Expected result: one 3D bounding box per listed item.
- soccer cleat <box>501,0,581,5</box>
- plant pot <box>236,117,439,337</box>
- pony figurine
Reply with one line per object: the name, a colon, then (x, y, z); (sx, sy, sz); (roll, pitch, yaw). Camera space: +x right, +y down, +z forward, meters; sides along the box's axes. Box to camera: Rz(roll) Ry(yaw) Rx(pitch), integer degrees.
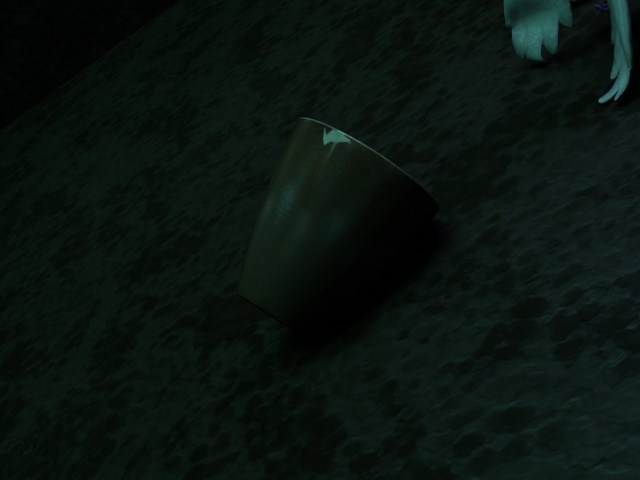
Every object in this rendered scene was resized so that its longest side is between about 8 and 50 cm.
soccer cleat: (0.418, -0.447, 1.610); (0.318, 0.109, 0.116); (-21, 30, 25)
plant pot: (0.000, 0.000, 1.344); (0.230, 0.215, 0.215); (-58, 28, -5)
pony figurine: (0.370, -0.397, 1.384); (0.363, 0.351, 0.303); (-24, 26, -14)
